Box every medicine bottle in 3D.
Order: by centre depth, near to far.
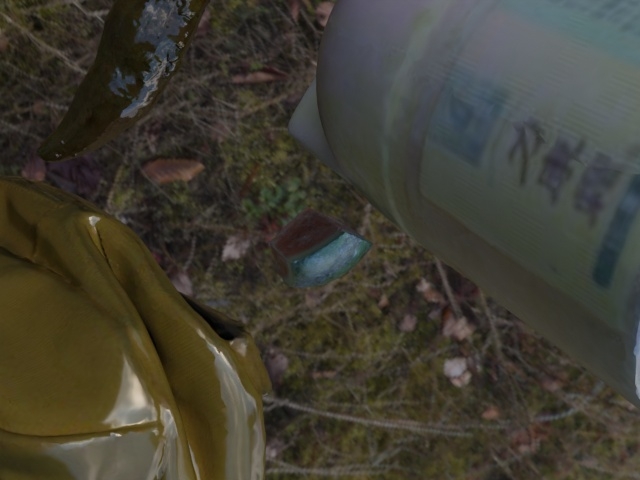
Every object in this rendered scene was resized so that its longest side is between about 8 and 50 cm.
[{"bbox_3d":[0.137,-0.090,0.619,0.235,0.406,0.236,-20,129,-27],"label":"medicine bottle"}]

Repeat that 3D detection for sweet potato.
[{"bbox_3d":[-0.112,-0.153,0.645,0.067,0.067,0.274,27,117,-35],"label":"sweet potato"}]

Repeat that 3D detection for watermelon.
[{"bbox_3d":[-0.002,0.004,0.854,0.084,0.072,0.092,-39,174,-32],"label":"watermelon"}]

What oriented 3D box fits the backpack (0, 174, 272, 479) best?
[{"bbox_3d":[-0.200,0.139,0.598,0.201,0.378,0.354,1,112,-42],"label":"backpack"}]
